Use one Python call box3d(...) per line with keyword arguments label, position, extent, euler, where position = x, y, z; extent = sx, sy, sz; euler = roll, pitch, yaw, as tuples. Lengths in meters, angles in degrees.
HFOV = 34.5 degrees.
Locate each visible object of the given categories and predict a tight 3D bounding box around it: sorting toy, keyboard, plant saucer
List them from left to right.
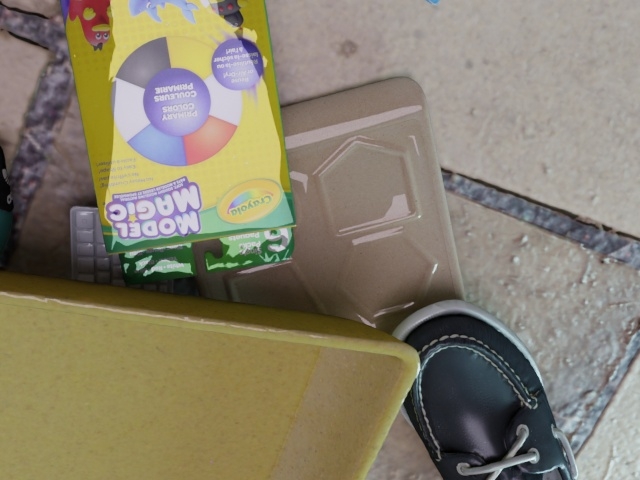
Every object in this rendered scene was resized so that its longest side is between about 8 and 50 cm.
box3d(label="keyboard", position=(-0.148, 0.089, 0.771), extent=(0.072, 0.014, 0.256), euler=(1, 119, -9))
box3d(label="plant saucer", position=(-0.140, 0.147, 0.734), extent=(0.333, 0.081, 0.332), euler=(9, 126, -15))
box3d(label="sorting toy", position=(0.000, 0.000, 0.759), extent=(0.193, 0.038, 0.208), euler=(-15, 110, -2))

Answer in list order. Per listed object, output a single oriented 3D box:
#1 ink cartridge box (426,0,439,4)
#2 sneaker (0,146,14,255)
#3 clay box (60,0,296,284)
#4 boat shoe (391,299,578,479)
box3d(label="ink cartridge box", position=(0.039, -0.231, 0.627), extent=(0.143, 0.092, 0.090), euler=(38, 103, -22))
box3d(label="sneaker", position=(-0.342, -0.035, 0.634), extent=(0.302, 0.108, 0.121), euler=(6, 108, -35))
box3d(label="clay box", position=(-0.089, -0.081, 0.673), extent=(0.128, 0.053, 0.222), euler=(-9, 101, -4))
box3d(label="boat shoe", position=(0.144, 0.171, 0.796), extent=(0.114, 0.091, 0.302), euler=(-30, 124, 8))
